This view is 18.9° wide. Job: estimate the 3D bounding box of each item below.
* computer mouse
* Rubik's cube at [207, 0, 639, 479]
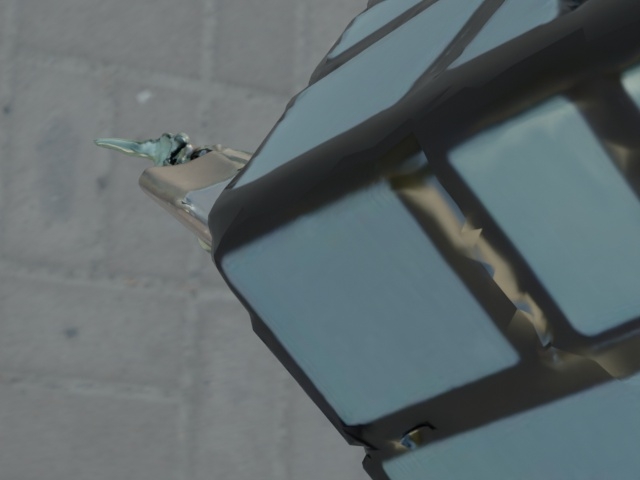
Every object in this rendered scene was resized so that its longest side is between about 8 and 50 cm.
[{"bbox_3d":[0.000,0.007,1.463,0.389,0.199,0.115,16,93,6],"label":"computer mouse"},{"bbox_3d":[0.176,-0.016,0.732,0.283,0.293,0.288,52,36,-14],"label":"Rubik's cube"}]
